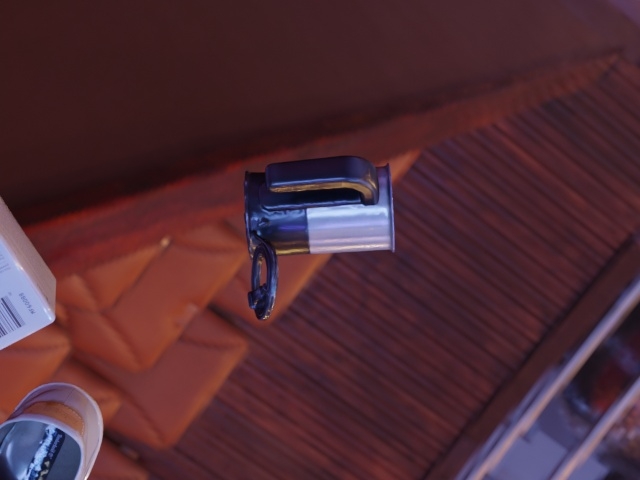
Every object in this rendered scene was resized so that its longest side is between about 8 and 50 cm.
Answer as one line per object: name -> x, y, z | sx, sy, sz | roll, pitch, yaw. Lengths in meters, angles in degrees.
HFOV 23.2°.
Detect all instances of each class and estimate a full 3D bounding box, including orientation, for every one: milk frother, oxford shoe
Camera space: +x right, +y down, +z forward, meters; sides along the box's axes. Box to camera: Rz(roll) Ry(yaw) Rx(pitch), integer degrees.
milk frother -> 0.000, 0.000, 1.402 | 0.129, 0.135, 0.143 | 74, 13, -82
oxford shoe -> -0.401, 0.393, 1.969 | 0.130, 0.169, 0.449 | -47, 159, -87

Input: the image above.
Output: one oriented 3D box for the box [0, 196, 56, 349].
box -> -0.284, 0.033, 1.280 | 0.101, 0.102, 0.087 | -28, -158, 3
